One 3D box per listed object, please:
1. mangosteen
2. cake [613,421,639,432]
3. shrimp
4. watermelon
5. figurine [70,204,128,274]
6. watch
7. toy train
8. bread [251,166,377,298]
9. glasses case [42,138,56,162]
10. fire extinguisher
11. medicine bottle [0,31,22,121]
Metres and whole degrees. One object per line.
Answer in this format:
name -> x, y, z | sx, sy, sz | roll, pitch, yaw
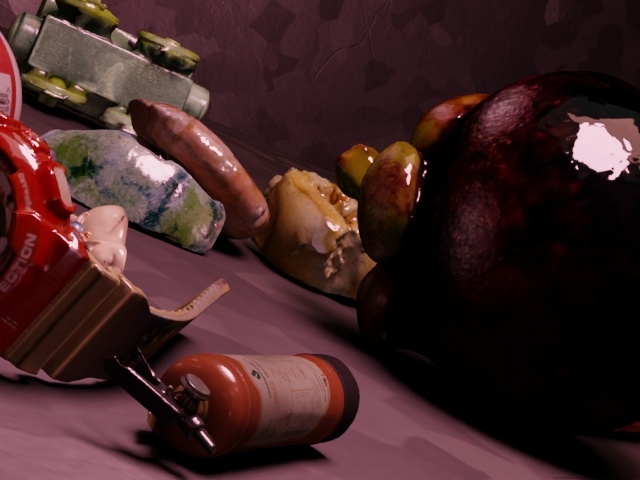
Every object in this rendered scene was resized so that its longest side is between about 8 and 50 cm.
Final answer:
mangosteen -> 0.176, 0.020, 1.027 | 0.297, 0.313, 0.297 | -22, 90, -84
cake -> 0.272, 0.092, 1.237 | 0.158, 0.159, 0.262 | 33, 11, 33
shrimp -> -0.140, -0.084, 1.276 | 0.168, 0.077, 0.317 | 55, -14, -25
watermelon -> -0.171, -0.057, 1.151 | 0.187, 0.071, 0.139 | 25, 2, -7
figurine -> -0.152, 0.004, 0.829 | 0.051, 0.047, 0.083 | 9, 17, -14
watch -> -0.138, -0.003, 0.671 | 0.165, 0.102, 0.268 | 44, 5, 2
toy train -> -0.283, -0.222, 1.695 | 0.272, 0.159, 0.188 | 23, 0, -19
bread -> -0.006, -0.002, 1.246 | 0.156, 0.103, 0.110 | 21, 17, 11
glasses case -> -0.321, -0.103, 0.903 | 0.282, 0.067, 0.109 | 22, 9, -17
fire extinguisher -> -0.038, 0.075, 0.613 | 0.062, 0.050, 0.177 | 48, 14, 21
medicine bottle -> -0.261, -0.085, 0.674 | 0.131, 0.131, 0.250 | 27, 6, 10
